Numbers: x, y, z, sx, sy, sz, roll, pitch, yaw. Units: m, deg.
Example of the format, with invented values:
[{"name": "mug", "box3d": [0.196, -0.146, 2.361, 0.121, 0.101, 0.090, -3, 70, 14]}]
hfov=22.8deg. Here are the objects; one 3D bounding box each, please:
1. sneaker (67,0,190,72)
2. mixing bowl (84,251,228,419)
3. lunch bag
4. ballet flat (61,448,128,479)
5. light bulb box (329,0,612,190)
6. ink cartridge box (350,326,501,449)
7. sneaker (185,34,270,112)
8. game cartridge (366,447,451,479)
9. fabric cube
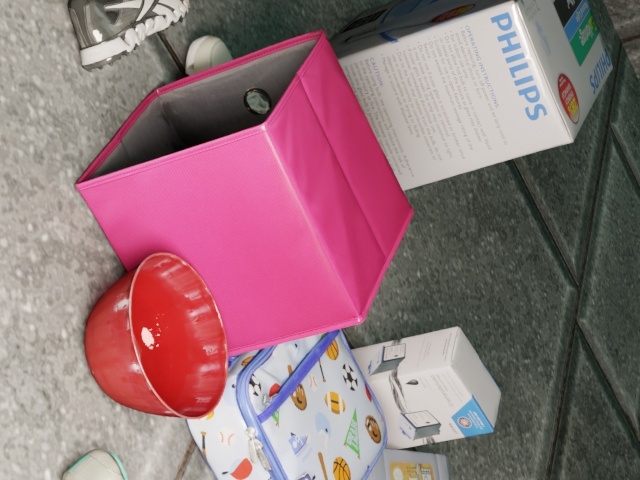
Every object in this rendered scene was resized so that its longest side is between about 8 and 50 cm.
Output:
[{"name": "sneaker", "box3d": [-0.227, -0.285, 1.873, 0.106, 0.078, 0.234, 68, 29, -16]}, {"name": "mixing bowl", "box3d": [-0.188, 0.112, 1.700, 0.181, 0.098, 0.181, 38, 43, -48]}, {"name": "lunch bag", "box3d": [-0.038, 0.214, 1.919, 0.243, 0.115, 0.303, 65, 26, -11]}, {"name": "ballet flat", "box3d": [-0.203, 0.314, 1.612, 0.068, 0.072, 0.213, -32, 105, -34]}, {"name": "light bulb box", "box3d": [0.208, -0.252, 2.376, 0.225, 0.361, 0.358, 66, 27, -15]}, {"name": "ink cartridge box", "box3d": [0.129, 0.205, 2.153, 0.139, 0.191, 0.082, 55, 33, -32]}, {"name": "sneaker", "box3d": [-0.080, -0.132, 2.029, 0.110, 0.118, 0.292, -38, 108, -60]}, {"name": "game cartridge", "box3d": [0.113, 0.386, 2.168, 0.297, 0.062, 0.198, 17, 58, -60]}, {"name": "fabric cube", "box3d": [-0.077, -0.049, 1.832, 0.258, 0.254, 0.259, 62, 28, -22]}]
